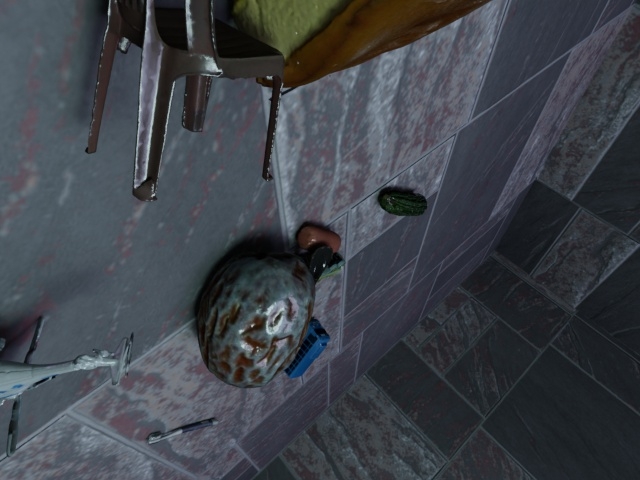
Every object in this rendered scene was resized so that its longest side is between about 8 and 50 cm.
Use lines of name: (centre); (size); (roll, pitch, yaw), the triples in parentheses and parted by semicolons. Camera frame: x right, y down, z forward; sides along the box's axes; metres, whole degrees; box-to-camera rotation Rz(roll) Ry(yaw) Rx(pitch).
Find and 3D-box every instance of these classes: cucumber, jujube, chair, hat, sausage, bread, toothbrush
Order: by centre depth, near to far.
chair: (-0.131, -0.223, 0.427); (0.183, 0.175, 0.327); (-28, 147, -48)
bread: (0.096, -0.315, 0.491); (0.323, 0.333, 0.143); (-31, 105, -27)
jujube: (-0.128, 0.159, 0.893); (0.246, 0.215, 0.308); (-18, 137, -39)
hat: (-0.016, 0.058, 0.993); (0.121, 0.050, 0.121); (-54, 157, -36)
sausage: (0.000, 0.000, 1.041); (0.062, 0.062, 0.154); (-54, 153, 13)
toothbrush: (-0.397, 0.557, 1.246); (0.026, 0.024, 0.288); (-64, 152, 1)
cucumber: (0.243, -0.108, 1.255); (0.265, 0.077, 0.077); (-4, 131, -52)

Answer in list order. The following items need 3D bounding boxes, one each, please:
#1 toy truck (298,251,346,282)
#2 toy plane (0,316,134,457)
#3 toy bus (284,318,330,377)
toy truck: (-0.014, 0.078, 1.116); (0.168, 0.077, 0.100); (-24, 159, -44)
toy plane: (-0.392, 0.184, 0.548); (0.107, 0.272, 0.182); (51, 46, -55)
toy bus: (-0.055, 0.355, 1.391); (0.185, 0.106, 0.090); (-54, 151, 12)
